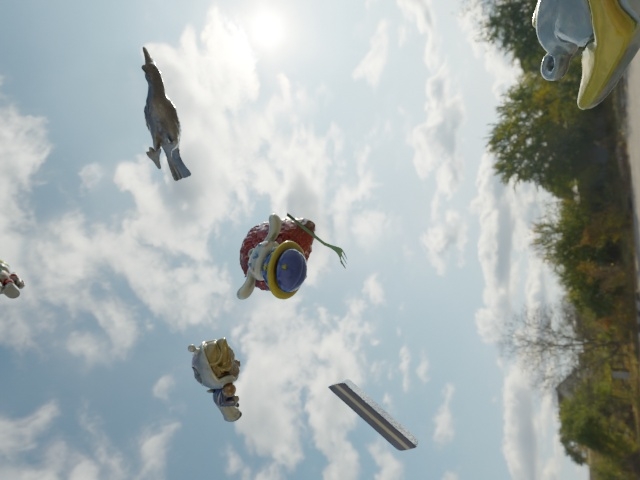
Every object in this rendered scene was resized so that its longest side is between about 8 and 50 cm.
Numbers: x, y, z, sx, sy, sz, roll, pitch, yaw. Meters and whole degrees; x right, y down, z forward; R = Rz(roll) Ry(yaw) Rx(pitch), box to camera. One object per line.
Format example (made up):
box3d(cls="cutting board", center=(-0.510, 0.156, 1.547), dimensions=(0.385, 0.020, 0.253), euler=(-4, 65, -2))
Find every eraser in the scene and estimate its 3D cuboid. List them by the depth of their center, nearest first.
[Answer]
box3d(cls="eraser", center=(0.116, 0.387, 1.057), dimensions=(0.036, 0.225, 0.082), euler=(-52, -18, 0))

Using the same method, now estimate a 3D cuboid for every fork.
box3d(cls="fork", center=(0.002, 0.000, 1.165), dimensions=(0.235, 0.021, 0.039), euler=(40, -136, -35))

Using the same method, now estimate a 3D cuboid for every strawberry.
box3d(cls="strawberry", center=(-0.175, 0.033, 1.837), dimensions=(0.292, 0.292, 0.309), euler=(-31, -39, -55))

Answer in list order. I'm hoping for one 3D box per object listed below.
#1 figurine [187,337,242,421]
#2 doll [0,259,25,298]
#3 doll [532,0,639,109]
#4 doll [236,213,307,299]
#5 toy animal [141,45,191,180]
box3d(cls="figurine", center=(-0.292, 0.395, 1.368), dimensions=(0.274, 0.133, 0.193), euler=(91, 163, -48))
box3d(cls="doll", center=(-0.565, 0.067, 0.813), dimensions=(0.094, 0.180, 0.079), euler=(11, -91, -48))
box3d(cls="doll", center=(0.259, -0.260, 0.377), dimensions=(0.103, 0.316, 0.145), euler=(-21, -118, -22))
box3d(cls="doll", center=(-0.135, 0.060, 1.594), dimensions=(0.160, 0.243, 0.310), euler=(21, -109, -34))
box3d(cls="toy animal", center=(-0.378, -0.257, 1.152), dimensions=(0.205, 0.081, 0.366), euler=(-107, 9, -49))
